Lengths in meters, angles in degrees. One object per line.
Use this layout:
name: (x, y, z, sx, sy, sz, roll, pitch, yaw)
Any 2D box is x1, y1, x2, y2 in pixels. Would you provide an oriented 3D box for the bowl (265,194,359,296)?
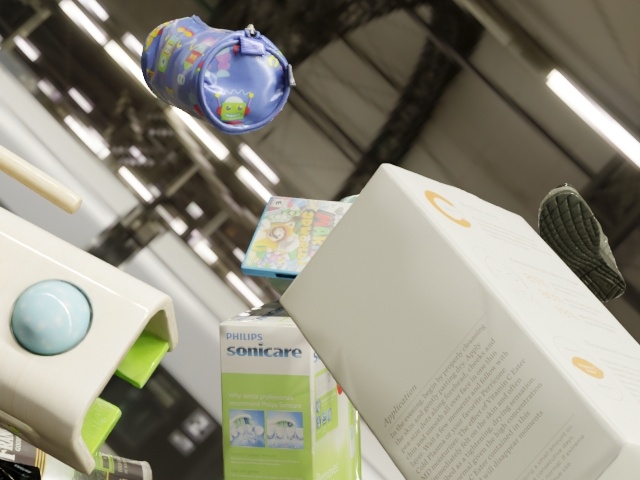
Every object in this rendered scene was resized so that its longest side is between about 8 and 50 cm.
bowl: (0.098, 0.048, 1.842, 0.311, 0.163, 0.311, 26, -14, 7)

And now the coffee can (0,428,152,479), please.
coffee can: (-0.389, 0.368, 1.889, 0.275, 0.202, 0.201, 17, -2, -17)

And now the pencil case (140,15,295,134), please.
pencil case: (-0.139, -0.217, 1.781, 0.119, 0.133, 0.306, 15, 6, -24)

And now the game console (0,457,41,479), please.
game console: (-0.404, 0.300, 1.265, 0.361, 0.213, 0.044, -5, -23, 34)

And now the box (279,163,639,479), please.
box: (0.158, 0.120, 1.189, 0.215, 0.168, 0.345, 18, 27, -46)

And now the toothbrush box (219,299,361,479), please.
toothbrush box: (-0.033, 0.225, 1.724, 0.122, 0.283, 0.206, -1, 5, 17)

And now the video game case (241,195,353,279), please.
video game case: (0.000, 0.000, 1.673, 0.166, 0.119, 0.015, 6, -40, 19)

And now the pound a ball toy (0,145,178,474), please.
pound a ball toy: (-0.253, -0.003, 1.028, 0.319, 0.208, 0.136, 27, -24, 13)

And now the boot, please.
boot: (0.371, -0.028, 2.075, 0.246, 0.083, 0.161, 53, 19, -41)
